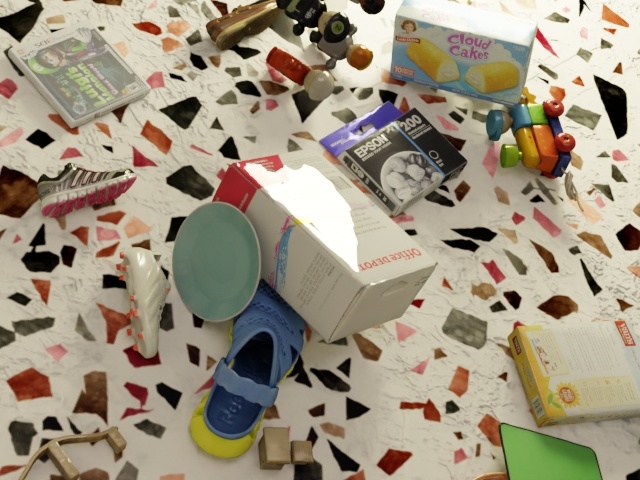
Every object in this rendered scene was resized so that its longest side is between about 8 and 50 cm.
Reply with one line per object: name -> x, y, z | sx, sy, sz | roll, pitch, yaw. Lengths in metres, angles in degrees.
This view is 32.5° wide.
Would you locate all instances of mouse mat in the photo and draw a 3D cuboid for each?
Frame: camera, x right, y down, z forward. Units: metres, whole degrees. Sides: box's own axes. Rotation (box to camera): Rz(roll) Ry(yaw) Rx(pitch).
mouse mat -> 0.372, 0.369, 1.742 | 0.189, 0.007, 0.153 | 17, 39, -16

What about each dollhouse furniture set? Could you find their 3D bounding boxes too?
dollhouse furniture set -> 0.014, 0.343, 1.592 | 0.181, 0.101, 0.161 | 4, 55, -18

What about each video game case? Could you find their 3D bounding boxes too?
video game case -> -0.424, -0.298, 1.936 | 0.173, 0.022, 0.190 | -32, 72, -35

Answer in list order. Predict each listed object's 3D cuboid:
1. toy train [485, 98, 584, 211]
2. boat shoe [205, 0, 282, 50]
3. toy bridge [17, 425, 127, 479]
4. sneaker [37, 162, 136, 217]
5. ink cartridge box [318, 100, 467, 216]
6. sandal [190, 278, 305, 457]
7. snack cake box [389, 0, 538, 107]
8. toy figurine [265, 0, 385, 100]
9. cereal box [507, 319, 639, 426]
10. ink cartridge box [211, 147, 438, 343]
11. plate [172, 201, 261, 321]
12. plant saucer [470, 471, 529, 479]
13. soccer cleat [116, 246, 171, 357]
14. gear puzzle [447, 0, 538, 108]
toy train -> 0.412, -0.159, 2.116 | 0.143, 0.105, 0.248 | -2, 56, -10
boat shoe -> -0.145, -0.429, 2.111 | 0.178, 0.064, 0.060 | -35, 75, -33
toy bridge -> -0.359, 0.307, 1.523 | 0.188, 0.026, 0.063 | -30, 69, -35
sneaker -> -0.383, -0.097, 1.780 | 0.170, 0.063, 0.075 | -20, 71, -26
ink cartridge box -> 0.138, -0.167, 2.046 | 0.206, 0.045, 0.208 | -34, 71, -35
sandal -> -0.090, 0.171, 1.656 | 0.126, 0.138, 0.317 | 21, 49, -4
snack cake box -> 0.275, -0.371, 2.131 | 0.264, 0.152, 0.089 | 16, 49, 13
toy figurine -> 0.018, -0.389, 2.052 | 0.148, 0.213, 0.209 | 35, 45, 21
cereal box -> 0.456, 0.225, 1.883 | 0.240, 0.047, 0.173 | 0, 57, -22
ink cartridge box -> 0.000, 0.000, 1.756 | 0.306, 0.131, 0.226 | 45, 32, 22
plate -> -0.158, 0.033, 1.711 | 0.024, 0.188, 0.188 | 0, 52, -53
plant saucer -> 0.285, 0.451, 1.662 | 0.199, 0.037, 0.200 | 11, 52, -15
soccer cleat -> -0.263, 0.091, 1.692 | 0.076, 0.068, 0.196 | 0, 53, -25
gear puzzle -> 0.333, -0.378, 2.279 | 0.175, 0.044, 0.339 | -32, 74, -37
